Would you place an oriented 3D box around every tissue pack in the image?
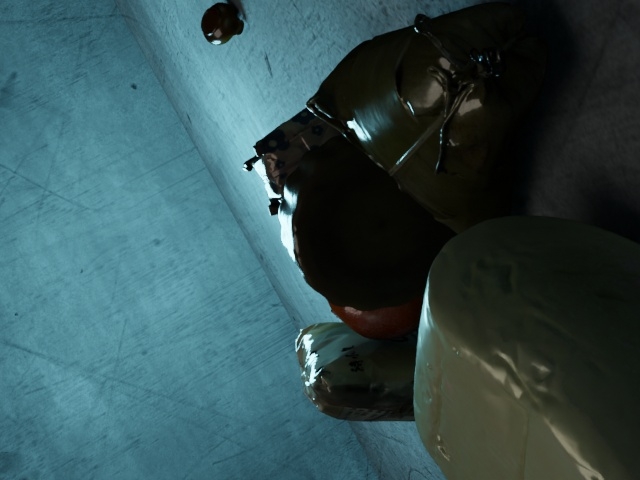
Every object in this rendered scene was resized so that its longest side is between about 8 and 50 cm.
[{"bbox_3d":[0.138,0.267,1.691,0.375,0.390,0.195,180,93,-76],"label":"tissue pack"}]

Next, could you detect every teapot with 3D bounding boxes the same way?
[{"bbox_3d":[-0.222,-0.499,2.008,0.129,0.078,0.098,20,99,52],"label":"teapot"}]

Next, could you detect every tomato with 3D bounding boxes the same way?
[{"bbox_3d":[0.121,0.069,1.599,0.232,0.232,0.189,54,146,27],"label":"tomato"}]

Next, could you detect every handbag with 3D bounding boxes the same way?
[{"bbox_3d":[-0.040,-0.155,1.771,0.190,0.193,0.251,64,166,0],"label":"handbag"}]

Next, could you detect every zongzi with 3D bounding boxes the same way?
[{"bbox_3d":[0.212,-0.113,1.029,0.418,0.181,0.447,48,167,-16],"label":"zongzi"}]

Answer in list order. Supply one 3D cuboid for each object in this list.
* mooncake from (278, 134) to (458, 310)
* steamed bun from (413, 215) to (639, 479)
[{"bbox_3d":[0.078,-0.037,1.393,0.290,0.290,0.161,66,174,-24],"label":"mooncake"},{"bbox_3d":[0.316,0.190,0.971,0.456,0.290,0.371,49,157,34],"label":"steamed bun"}]
